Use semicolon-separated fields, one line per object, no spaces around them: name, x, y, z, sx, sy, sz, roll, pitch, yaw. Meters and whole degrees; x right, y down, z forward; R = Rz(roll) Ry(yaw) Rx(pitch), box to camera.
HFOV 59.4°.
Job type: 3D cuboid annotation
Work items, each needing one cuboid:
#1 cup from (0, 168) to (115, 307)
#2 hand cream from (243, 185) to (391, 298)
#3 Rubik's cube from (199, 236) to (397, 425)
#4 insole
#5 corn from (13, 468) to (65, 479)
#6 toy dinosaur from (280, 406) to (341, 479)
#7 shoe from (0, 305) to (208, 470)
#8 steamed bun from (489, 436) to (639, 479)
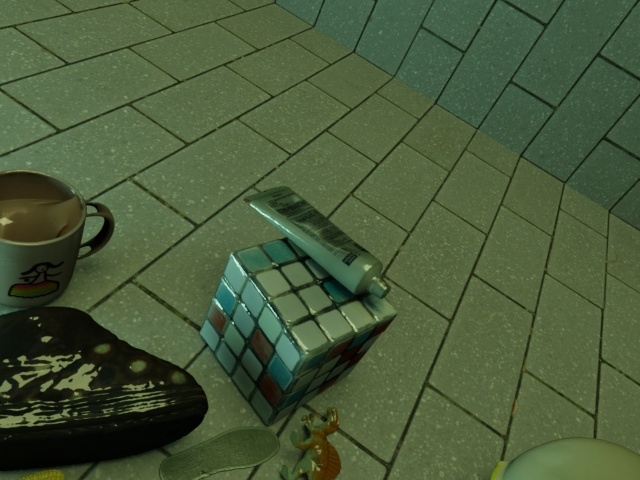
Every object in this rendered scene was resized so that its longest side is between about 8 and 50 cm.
cup;-0.523;0.000;1.060;0.252;0.200;0.191;-12;54;-38
hand cream;0.000;0.000;1.095;0.340;0.078;0.124;39;40;24
Rubik's cube;-0.050;0.162;1.127;0.256;0.253;0.259;-19;57;-42
insole;-0.176;0.383;1.007;0.231;0.003;0.080;-5;50;-35
corn;-0.448;0.382;0.797;0.165;0.063;0.085;-3;58;-31
toy dinosaur;-0.006;0.414;1.052;0.142;0.057;0.212;22;47;-40
shoe;-0.387;0.226;0.919;0.383;0.171;0.237;-1;51;-21
steamed bun;0.480;0.525;1.005;0.373;0.334;0.334;3;45;-27
